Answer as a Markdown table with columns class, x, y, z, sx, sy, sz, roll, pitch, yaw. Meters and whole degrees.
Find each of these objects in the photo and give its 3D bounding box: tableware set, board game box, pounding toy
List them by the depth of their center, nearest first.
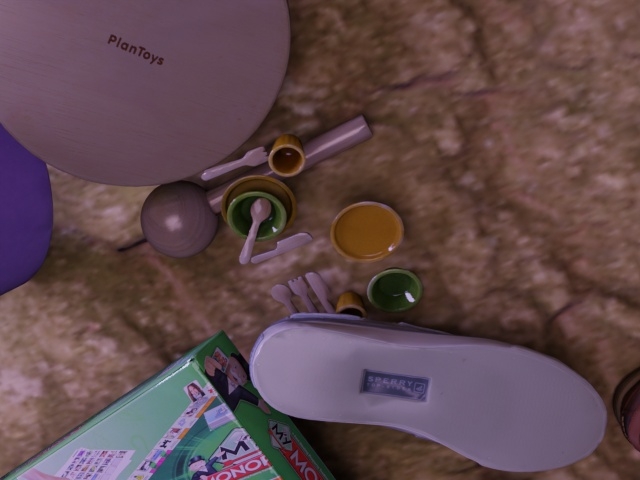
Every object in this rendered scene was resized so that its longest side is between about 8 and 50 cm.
| class | x | y | z | sx | sy | sz | roll | pitch | yaw |
| --- | --- | --- | --- | --- | --- | --- | --- | --- | --- |
| pounding toy | -0.104 | -0.121 | 0.566 | 0.183 | 0.110 | 0.237 | -35 | 124 | 5 |
| tableware set | 0.000 | 0.000 | 0.571 | 0.104 | 0.024 | 0.154 | -21 | 122 | 13 |
| board game box | -0.122 | 0.227 | 0.632 | 0.317 | 0.046 | 0.213 | -34 | 94 | 28 |

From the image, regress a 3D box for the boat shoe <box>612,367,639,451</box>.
| class | x | y | z | sx | sy | sz | roll | pitch | yaw |
| --- | --- | --- | --- | --- | --- | --- | --- | --- | --- |
| boat shoe | 0.264 | 0.076 | 0.547 | 0.178 | 0.060 | 0.064 | -41 | 93 | 16 |

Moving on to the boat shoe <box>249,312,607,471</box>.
| class | x | y | z | sx | sy | sz | roll | pitch | yaw |
| --- | --- | --- | --- | --- | --- | --- | --- | --- | --- |
| boat shoe | 0.068 | 0.087 | 0.577 | 0.228 | 0.081 | 0.079 | 12 | 101 | -4 |

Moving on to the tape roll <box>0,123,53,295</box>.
| class | x | y | z | sx | sy | sz | roll | pitch | yaw |
| --- | --- | --- | --- | --- | --- | --- | --- | --- | --- |
| tape roll | -0.267 | -0.039 | 0.575 | 0.189 | 0.080 | 0.189 | 16 | 120 | 30 |
